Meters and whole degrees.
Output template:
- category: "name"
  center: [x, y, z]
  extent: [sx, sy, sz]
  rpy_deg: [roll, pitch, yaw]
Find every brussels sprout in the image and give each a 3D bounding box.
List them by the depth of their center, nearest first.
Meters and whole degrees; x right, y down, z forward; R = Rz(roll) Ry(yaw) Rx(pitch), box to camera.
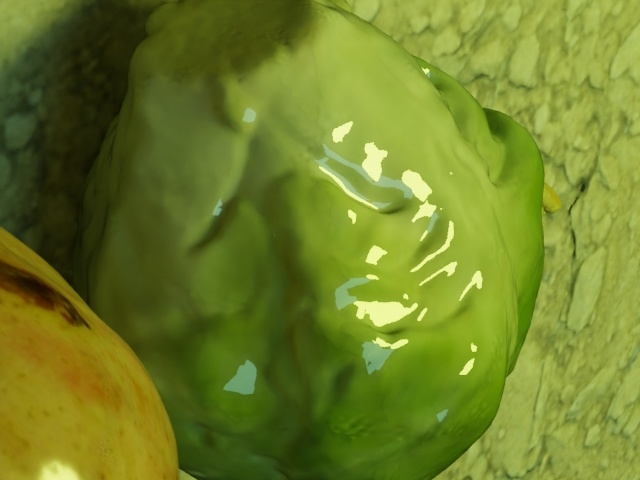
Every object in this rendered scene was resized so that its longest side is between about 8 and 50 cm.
- category: "brussels sprout"
  center: [-0.003, 0.013, 1.021]
  extent: [0.316, 0.242, 0.274]
  rpy_deg: [38, 75, -45]

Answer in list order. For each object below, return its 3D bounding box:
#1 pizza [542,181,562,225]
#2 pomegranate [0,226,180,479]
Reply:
- category: "pizza"
  center: [0.117, -0.006, 1.290]
  extent: [0.160, 0.036, 0.099]
  rpy_deg: [2, 108, -46]
- category: "pomegranate"
  center: [-0.222, 0.137, 0.817]
  extent: [0.342, 0.342, 0.342]
  rpy_deg: [-23, 125, -37]
